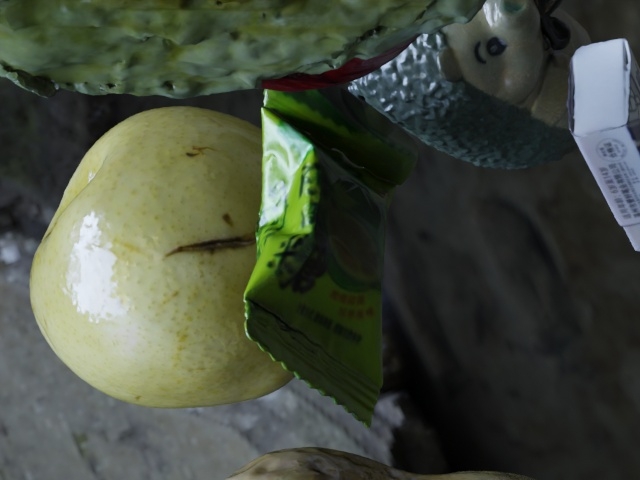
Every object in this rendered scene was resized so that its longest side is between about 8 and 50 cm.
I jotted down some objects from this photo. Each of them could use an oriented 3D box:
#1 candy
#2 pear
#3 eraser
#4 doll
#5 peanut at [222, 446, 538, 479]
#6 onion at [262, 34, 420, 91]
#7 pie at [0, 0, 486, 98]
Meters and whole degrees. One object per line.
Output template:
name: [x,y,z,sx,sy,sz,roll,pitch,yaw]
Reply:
candy: [0.000,0.000,1.092,0.069,0.149,0.246,-29,43,40]
pear: [-0.126,0.024,1.456,0.309,0.309,0.309,47,149,40]
eraser: [0.325,-0.098,1.562,0.210,0.068,0.124,52,-146,-44]
doll: [0.188,-0.207,1.711,0.247,0.349,0.247,-2,86,43]
peanut: [0.038,0.135,0.646,0.089,0.193,0.089,-171,90,-75]
onion: [-0.079,-0.236,0.962,0.348,0.285,0.347,29,143,25]
pie: [-0.045,-0.164,0.514,0.071,0.306,0.306,-114,17,-48]
